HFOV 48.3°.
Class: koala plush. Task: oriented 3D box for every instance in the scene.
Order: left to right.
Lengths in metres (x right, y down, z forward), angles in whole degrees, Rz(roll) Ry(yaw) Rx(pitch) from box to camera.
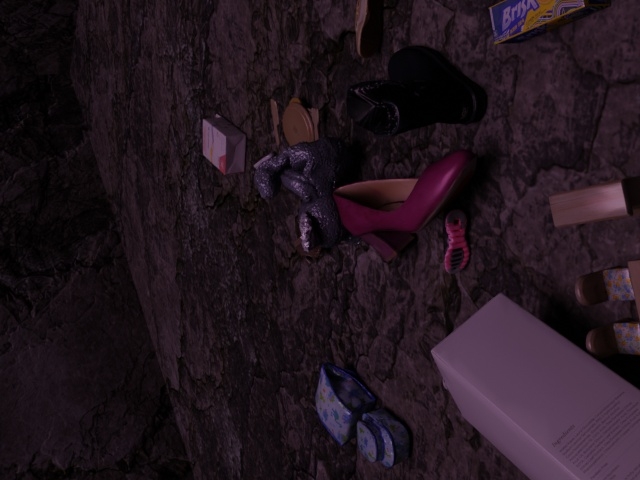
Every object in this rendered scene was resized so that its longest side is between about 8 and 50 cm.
[{"bbox_3d":[-0.002,-0.085,1.508,0.203,0.196,0.221,-29,70,49],"label":"koala plush"}]

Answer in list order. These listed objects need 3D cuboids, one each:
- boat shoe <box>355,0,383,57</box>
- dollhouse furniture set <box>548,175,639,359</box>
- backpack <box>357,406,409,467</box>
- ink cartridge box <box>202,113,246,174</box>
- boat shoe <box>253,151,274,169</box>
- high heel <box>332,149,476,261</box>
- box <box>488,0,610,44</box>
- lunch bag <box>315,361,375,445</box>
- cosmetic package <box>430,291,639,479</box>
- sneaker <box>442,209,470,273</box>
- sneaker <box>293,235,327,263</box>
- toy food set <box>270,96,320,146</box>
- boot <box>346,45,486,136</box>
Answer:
[{"bbox_3d":[0.090,-0.421,1.372,0.045,0.050,0.136,31,116,57],"label":"boat shoe"},{"bbox_3d":[0.398,0.042,0.874,0.212,0.160,0.242,-14,88,60],"label":"dollhouse furniture set"},{"bbox_3d":[0.134,0.432,1.543,0.114,0.084,0.105,23,122,52],"label":"backpack"},{"bbox_3d":[-0.286,-0.280,2.048,0.198,0.067,0.115,41,133,48],"label":"ink cartridge box"},{"bbox_3d":[-0.141,-0.201,1.864,0.035,0.035,0.100,52,146,-7],"label":"boat shoe"},{"bbox_3d":[0.132,-0.095,1.282,0.181,0.127,0.377,46,147,5],"label":"high heel"},{"bbox_3d":[0.316,-0.328,1.001,0.169,0.054,0.059,-7,93,61],"label":"box"},{"bbox_3d":[0.046,0.375,1.666,0.151,0.096,0.129,40,134,34],"label":"lunch bag"},{"bbox_3d":[0.340,0.259,0.987,0.365,0.155,0.197,43,167,47],"label":"cosmetic package"},{"bbox_3d":[0.235,-0.001,1.272,0.057,0.047,0.119,-129,37,-71],"label":"sneaker"},{"bbox_3d":[0.000,0.000,1.669,0.071,0.066,0.188,58,154,2],"label":"sneaker"},{"bbox_3d":[-0.044,-0.268,1.673,0.192,0.038,0.133,25,128,49],"label":"toy food set"},{"bbox_3d":[0.127,-0.256,1.198,0.246,0.207,0.094,48,138,43],"label":"boot"}]
